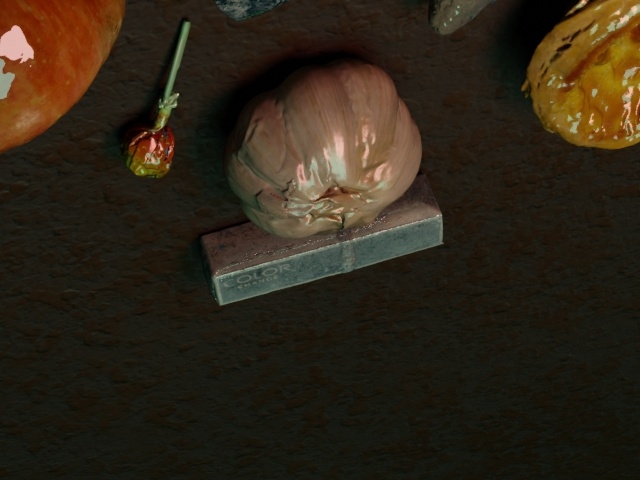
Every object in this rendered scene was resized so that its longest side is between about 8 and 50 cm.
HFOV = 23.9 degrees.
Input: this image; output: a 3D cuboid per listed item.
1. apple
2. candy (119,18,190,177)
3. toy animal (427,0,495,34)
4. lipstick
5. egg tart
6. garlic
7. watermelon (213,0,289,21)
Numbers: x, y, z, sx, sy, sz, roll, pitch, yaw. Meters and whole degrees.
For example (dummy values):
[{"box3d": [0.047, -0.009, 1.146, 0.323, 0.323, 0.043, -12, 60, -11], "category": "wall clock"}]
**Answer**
[{"box3d": [-0.319, -0.198, 1.180, 0.309, 0.277, 0.250, -35, 131, -5], "category": "apple"}, {"box3d": [-0.161, -0.145, 1.552, 0.060, 0.060, 0.201, -1, 135, -28], "category": "candy"}, {"box3d": [0.186, -0.309, 1.494, 0.253, 0.070, 0.079, -50, 174, 20], "category": "toy animal"}, {"box3d": [0.000, 0.000, 1.813, 0.290, 0.076, 0.077, -16, 148, -7], "category": "lipstick"}, {"box3d": [0.353, -0.222, 1.655, 0.295, 0.116, 0.295, -13, 148, -8], "category": "egg tart"}, {"box3d": [0.004, -0.087, 1.624, 0.228, 0.152, 0.228, -20, 147, -14], "category": "garlic"}, {"box3d": [-0.116, -0.305, 1.221, 0.318, 0.226, 0.148, 35, 94, -21], "category": "watermelon"}]
